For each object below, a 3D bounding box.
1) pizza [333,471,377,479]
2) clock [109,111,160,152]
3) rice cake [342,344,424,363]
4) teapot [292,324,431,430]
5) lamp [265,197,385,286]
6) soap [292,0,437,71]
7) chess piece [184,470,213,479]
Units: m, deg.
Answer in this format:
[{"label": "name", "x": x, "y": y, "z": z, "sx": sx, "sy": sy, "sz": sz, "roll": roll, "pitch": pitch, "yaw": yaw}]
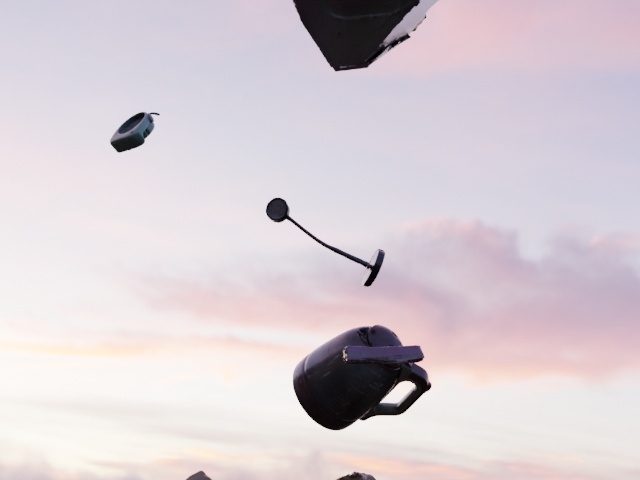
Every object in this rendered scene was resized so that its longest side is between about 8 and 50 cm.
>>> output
[{"label": "pizza", "x": -0.072, "y": 0.612, "z": 1.611, "sx": 0.406, "sy": 0.130, "sz": 0.440, "roll": -29, "pitch": -20, "yaw": -36}, {"label": "clock", "x": -0.444, "y": -0.272, "z": 2.109, "sx": 0.101, "sy": 0.135, "sz": 0.041, "roll": -10, "pitch": -51, "yaw": 36}, {"label": "rice cake", "x": 0.154, "y": 0.279, "z": 2.120, "sx": 0.206, "sy": 0.047, "sz": 0.036, "roll": 2, "pitch": -23, "yaw": -15}, {"label": "teapot", "x": 0.134, "y": 0.385, "z": 2.440, "sx": 0.315, "sy": 0.233, "sz": 0.312, "roll": 38, "pitch": -57, "yaw": -17}, {"label": "lamp", "x": 0.010, "y": 0.008, "z": 2.428, "sx": 0.371, "sy": 0.130, "sz": 0.108, "roll": 23, "pitch": -5, "yaw": 16}, {"label": "soap", "x": 0.060, "y": -0.517, "z": 1.432, "sx": 0.261, "sy": 0.156, "sz": 0.446, "roll": 0, "pitch": -57, "yaw": 30}, {"label": "chess piece", "x": -0.259, "y": 0.462, "z": 1.469, "sx": 0.200, "sy": 0.090, "sz": 0.090, "roll": -23, "pitch": -10, "yaw": -27}]
